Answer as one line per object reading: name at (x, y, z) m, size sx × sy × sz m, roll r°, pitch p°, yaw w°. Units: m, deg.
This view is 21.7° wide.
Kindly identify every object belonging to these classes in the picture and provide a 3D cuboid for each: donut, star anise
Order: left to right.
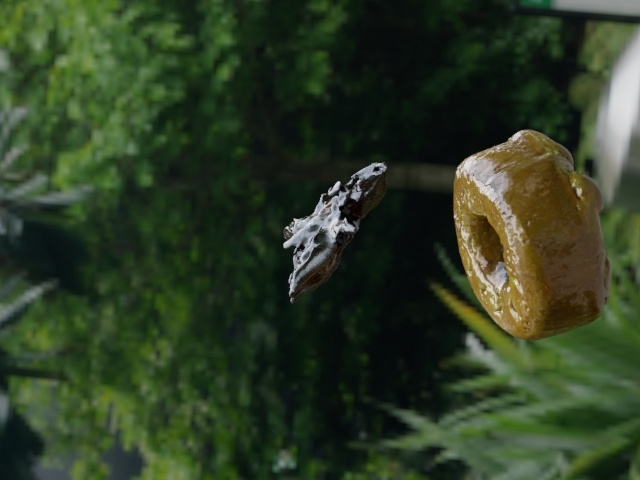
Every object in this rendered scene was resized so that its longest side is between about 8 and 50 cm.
star anise at (0.003, 0.002, 1.758) m, size 0.212 × 0.053 × 0.157 m, roll -16°, pitch 48°, yaw 65°
donut at (0.223, -0.004, 1.773) m, size 0.226 × 0.114 × 0.227 m, roll 162°, pitch 90°, yaw -76°
